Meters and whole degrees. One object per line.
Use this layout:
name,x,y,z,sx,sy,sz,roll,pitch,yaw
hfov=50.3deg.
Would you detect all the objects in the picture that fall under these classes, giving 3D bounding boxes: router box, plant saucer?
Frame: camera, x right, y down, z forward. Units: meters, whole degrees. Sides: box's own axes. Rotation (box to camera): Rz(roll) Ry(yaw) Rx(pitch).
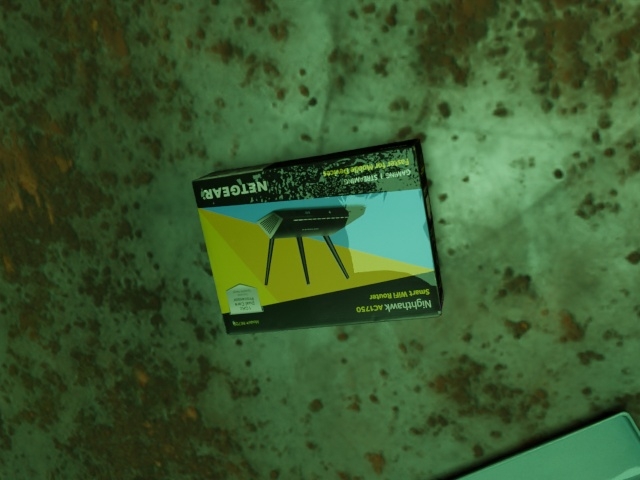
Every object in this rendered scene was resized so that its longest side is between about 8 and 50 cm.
router box,0.000,0.000,0.541,0.179,0.046,0.133,-8,104,17
plant saucer,0.178,0.202,0.566,0.192,0.018,0.067,-31,96,21
